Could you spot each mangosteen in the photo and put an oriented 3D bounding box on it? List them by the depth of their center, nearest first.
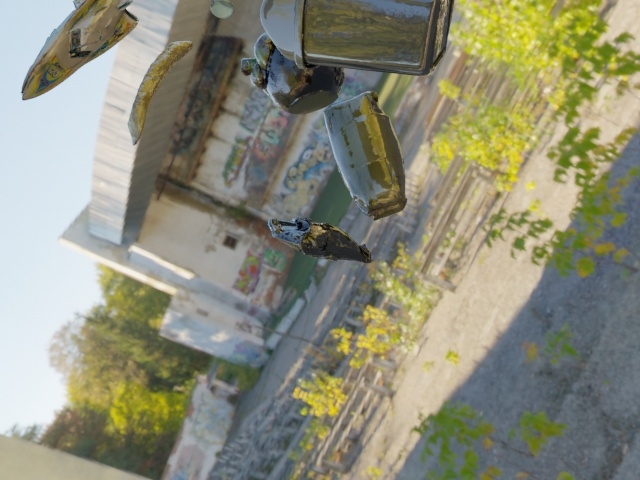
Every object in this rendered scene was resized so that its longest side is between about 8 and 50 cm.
[{"bbox_3d":[-0.073,-0.475,1.833,0.287,0.287,0.233,170,80,-81],"label":"mangosteen"}]

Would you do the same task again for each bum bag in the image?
[{"bbox_3d":[-0.001,0.000,1.245,0.102,0.248,0.069,23,95,39],"label":"bum bag"}]

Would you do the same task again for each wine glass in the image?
[{"bbox_3d":[-0.260,-0.678,1.780,0.073,0.073,0.155,125,153,-57],"label":"wine glass"}]

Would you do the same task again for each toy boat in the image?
[{"bbox_3d":[-0.349,-0.275,0.928,0.210,0.066,0.084,-50,-32,-7],"label":"toy boat"}]

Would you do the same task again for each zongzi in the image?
[{"bbox_3d":[0.120,-0.154,1.490,0.300,0.145,0.274,56,-163,-71],"label":"zongzi"}]

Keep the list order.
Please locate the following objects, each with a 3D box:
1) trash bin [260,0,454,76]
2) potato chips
[{"bbox_3d":[0.066,-0.374,1.100,0.209,0.290,0.182,-52,-29,-57],"label":"trash bin"},{"bbox_3d":[-0.466,-0.443,1.859,0.057,0.080,0.407,-29,36,51],"label":"potato chips"}]
